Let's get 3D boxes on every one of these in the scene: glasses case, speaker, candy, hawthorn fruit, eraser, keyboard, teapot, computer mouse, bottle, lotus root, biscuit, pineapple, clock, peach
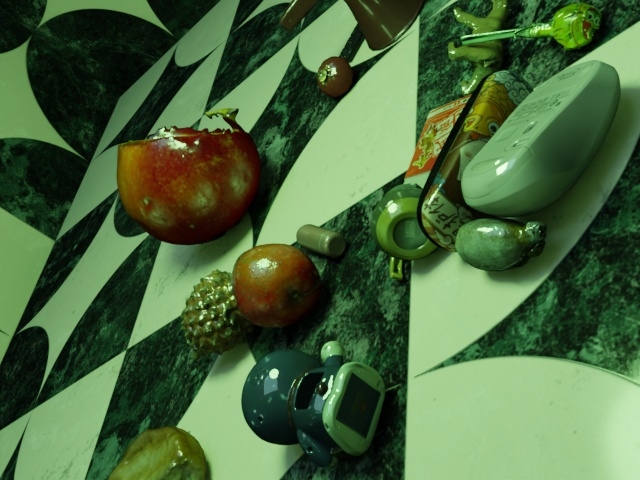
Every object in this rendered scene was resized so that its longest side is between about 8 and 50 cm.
[{"bbox_3d":[0.259,-0.130,1.313,0.082,0.122,0.321,3,60,58],"label":"glasses case"},{"bbox_3d":[0.052,-0.614,1.999,0.259,0.329,0.198,-37,31,41],"label":"speaker"},{"bbox_3d":[0.368,-0.370,1.436,0.262,0.073,0.077,2,42,40],"label":"candy"},{"bbox_3d":[-0.080,0.084,1.548,0.173,0.173,0.173,-37,31,28],"label":"hawthorn fruit"},{"bbox_3d":[0.235,-0.165,1.484,0.157,0.038,0.230,-15,45,50],"label":"eraser"},{"bbox_3d":[0.101,-0.549,2.157,0.074,0.015,0.196,2,60,57],"label":"keyboard"},{"bbox_3d":[0.146,-0.018,1.380,0.119,0.130,0.166,-83,6,-67],"label":"teapot"},{"bbox_3d":[0.341,-0.139,1.206,0.297,0.121,0.184,-46,11,-23],"label":"computer mouse"},{"bbox_3d":[0.000,0.000,1.636,0.053,0.053,0.140,-57,27,-7],"label":"bottle"},{"bbox_3d":[0.263,0.005,1.190,0.165,0.088,0.088,-2,56,54],"label":"lotus root"},{"bbox_3d":[-0.325,0.472,1.549,0.274,0.091,0.213,-49,30,10],"label":"biscuit"},{"bbox_3d":[-0.214,0.164,1.676,0.193,0.166,0.166,-60,27,6],"label":"pineapple"},{"bbox_3d":[-0.018,0.250,1.286,0.243,0.146,0.200,-5,57,46],"label":"clock"},{"bbox_3d":[-0.328,-0.147,2.037,0.406,0.310,0.335,-1,18,44],"label":"peach"}]

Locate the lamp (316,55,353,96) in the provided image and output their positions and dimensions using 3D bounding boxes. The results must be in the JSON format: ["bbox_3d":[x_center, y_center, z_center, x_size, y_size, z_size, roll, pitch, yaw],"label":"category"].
[{"bbox_3d":[0.035,-0.408,2.017,0.101,0.090,0.101,3,94,46],"label":"lamp"}]

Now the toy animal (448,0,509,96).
[{"bbox_3d":[0.318,-0.390,1.578,0.101,0.103,0.219,-12,44,30],"label":"toy animal"}]
